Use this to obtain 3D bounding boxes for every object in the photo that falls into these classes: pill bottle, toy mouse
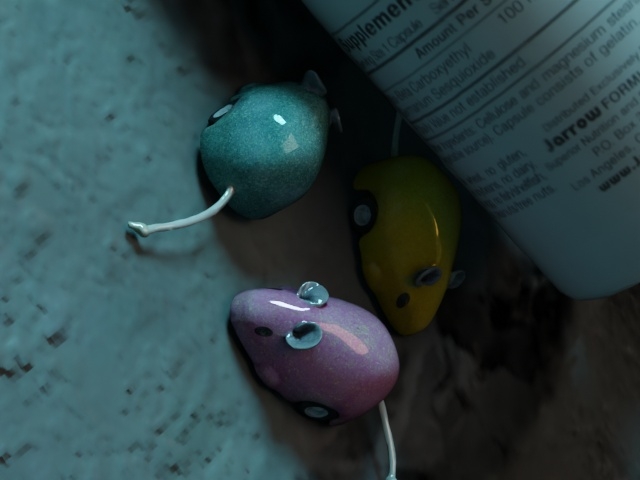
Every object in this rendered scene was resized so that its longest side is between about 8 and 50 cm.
[{"bbox_3d":[0.060,-0.104,0.644,0.229,0.131,0.131,48,43,-6],"label":"pill bottle"},{"bbox_3d":[0.000,0.000,0.627,0.143,0.031,0.161,13,66,-46],"label":"toy mouse"}]
